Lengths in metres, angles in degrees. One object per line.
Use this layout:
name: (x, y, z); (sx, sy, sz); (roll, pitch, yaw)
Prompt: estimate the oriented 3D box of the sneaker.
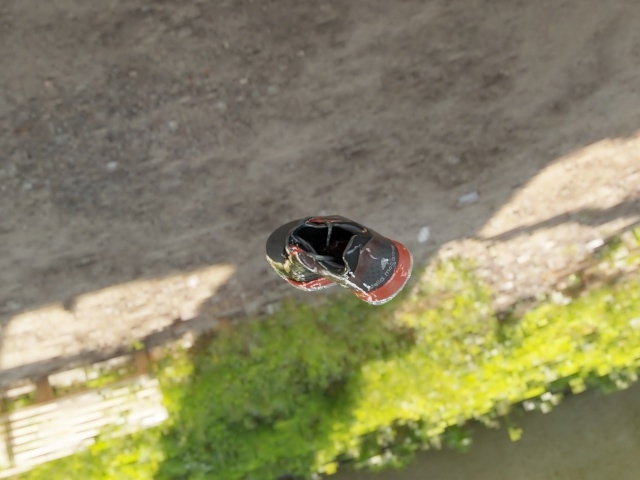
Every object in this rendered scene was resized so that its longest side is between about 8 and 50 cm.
sneaker: (0.000, 0.000, 0.885); (0.065, 0.061, 0.158); (34, 165, -33)
